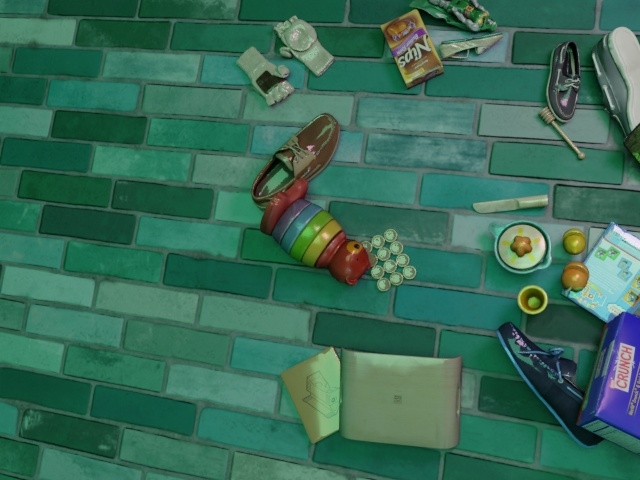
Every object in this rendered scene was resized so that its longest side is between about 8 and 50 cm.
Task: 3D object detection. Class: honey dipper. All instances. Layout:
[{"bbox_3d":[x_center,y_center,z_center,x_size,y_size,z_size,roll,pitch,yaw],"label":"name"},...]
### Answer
[{"bbox_3d":[0.611,-0.268,1.706,0.030,0.030,0.161,-36,77,7],"label":"honey dipper"}]

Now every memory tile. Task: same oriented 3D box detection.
[{"bbox_3d":[0.175,0.052,1.777,0.113,0.012,0.148,-27,77,9],"label":"memory tile"}]

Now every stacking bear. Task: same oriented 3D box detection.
[{"bbox_3d":[0.000,0.000,1.757,0.289,0.175,0.164,38,129,10],"label":"stacking bear"}]

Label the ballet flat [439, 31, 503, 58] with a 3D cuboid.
[{"bbox_3d":[0.401,-0.514,1.793,0.168,0.057,0.052,-5,108,17],"label":"ballet flat"}]

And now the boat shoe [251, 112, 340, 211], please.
[{"bbox_3d":[-0.068,-0.212,1.825,0.123,0.116,0.324,38,92,16],"label":"boat shoe"}]

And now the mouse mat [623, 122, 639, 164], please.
[{"bbox_3d":[0.826,-0.247,1.613,0.190,0.007,0.152,-46,103,-2],"label":"mouse mat"}]

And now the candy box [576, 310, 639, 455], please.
[{"bbox_3d":[0.753,0.343,1.463,0.317,0.122,0.268,26,64,8],"label":"candy box"}]

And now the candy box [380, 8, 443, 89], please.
[{"bbox_3d":[0.248,-0.516,1.825,0.109,0.053,0.187,-23,78,9],"label":"candy box"}]

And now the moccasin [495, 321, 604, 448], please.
[{"bbox_3d":[0.555,0.318,1.588,0.117,0.137,0.342,-41,87,17],"label":"moccasin"}]

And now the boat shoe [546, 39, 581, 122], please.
[{"bbox_3d":[0.616,-0.402,1.695,0.075,0.065,0.206,5,80,-11],"label":"boat shoe"}]

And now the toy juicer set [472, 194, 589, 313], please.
[{"bbox_3d":[0.523,-0.001,1.637,0.209,0.089,0.329,-26,68,15],"label":"toy juicer set"}]

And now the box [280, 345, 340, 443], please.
[{"bbox_3d":[0.007,0.401,1.763,0.164,0.021,0.201,-29,75,8],"label":"box"}]

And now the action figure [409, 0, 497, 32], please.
[{"bbox_3d":[0.371,-0.621,1.801,0.232,0.063,0.137,34,72,12],"label":"action figure"}]

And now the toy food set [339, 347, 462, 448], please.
[{"bbox_3d":[0.196,0.386,1.683,0.306,0.092,0.220,2,92,11],"label":"toy food set"}]

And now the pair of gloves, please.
[{"bbox_3d":[-0.104,-0.516,1.921,0.240,0.042,0.204,-36,75,6],"label":"pair of gloves"}]

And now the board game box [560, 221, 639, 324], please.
[{"bbox_3d":[0.707,0.087,1.621,0.160,0.039,0.212,35,91,17],"label":"board game box"}]

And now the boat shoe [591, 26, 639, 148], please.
[{"bbox_3d":[0.751,-0.356,1.662,0.116,0.099,0.320,-16,89,-24],"label":"boat shoe"}]
